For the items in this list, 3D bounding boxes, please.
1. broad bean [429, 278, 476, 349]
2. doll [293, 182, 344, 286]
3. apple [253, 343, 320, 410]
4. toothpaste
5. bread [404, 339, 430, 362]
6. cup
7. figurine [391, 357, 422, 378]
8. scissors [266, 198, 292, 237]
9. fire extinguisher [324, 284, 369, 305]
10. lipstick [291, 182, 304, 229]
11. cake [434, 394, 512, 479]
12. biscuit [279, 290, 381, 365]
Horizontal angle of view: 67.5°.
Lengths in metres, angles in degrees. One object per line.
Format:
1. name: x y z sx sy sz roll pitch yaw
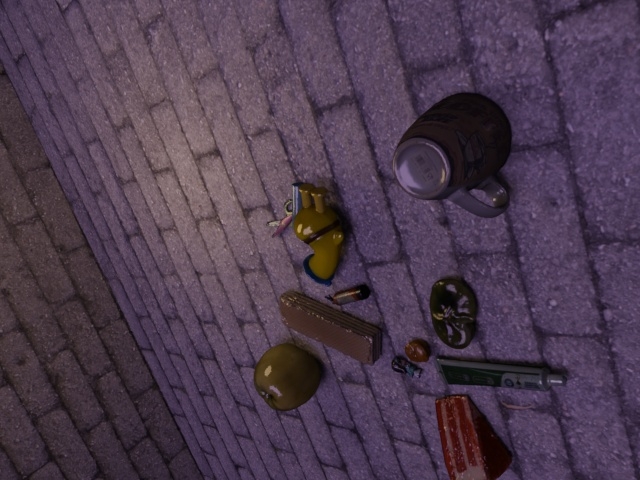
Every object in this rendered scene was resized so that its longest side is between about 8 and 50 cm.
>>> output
1. broad bean: 0.380 0.206 1.384 0.153 0.072 0.207 -9 96 41
2. doll: 0.000 0.000 1.538 0.199 0.145 0.363 22 132 42
3. apple: -0.136 0.546 1.912 0.262 0.262 0.262 21 126 32
4. toothpaste: 0.504 0.388 1.378 0.392 0.061 0.099 -11 106 47
5. bread: 0.312 0.355 1.536 0.083 0.046 0.081 21 129 30
6. cup: 0.305 -0.164 1.095 0.301 0.257 0.227 52 139 2
7. figurine: 0.286 0.429 1.606 0.106 0.047 0.060 20 162 24
8. scissors: -0.127 -0.062 1.700 0.187 0.020 0.134 -23 94 44
9. fire extinguisher: 0.088 0.190 1.633 0.062 0.050 0.177 42 141 -23
10. lipstick: -0.072 -0.111 1.593 0.048 0.048 0.158 18 119 34
11. cake: 0.491 0.628 1.534 0.158 0.159 0.262 -34 55 47
12. biscuit: 0.024 0.313 1.742 0.426 0.078 0.144 20 126 33
